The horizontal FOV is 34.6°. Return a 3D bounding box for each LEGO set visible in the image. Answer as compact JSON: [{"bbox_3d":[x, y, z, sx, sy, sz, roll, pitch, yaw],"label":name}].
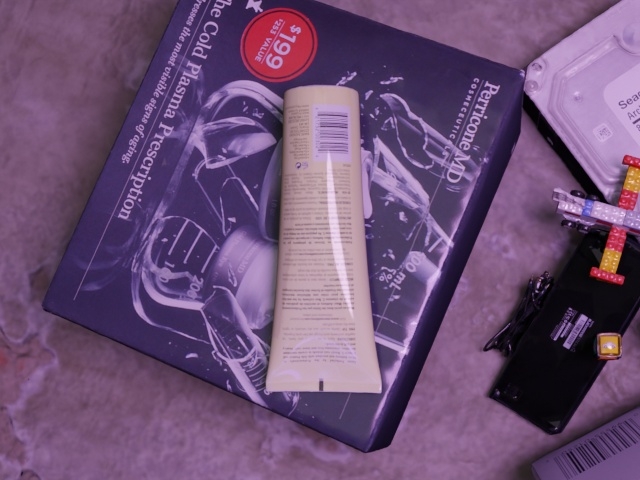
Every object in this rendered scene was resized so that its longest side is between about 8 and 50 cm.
[{"bbox_3d":[0.314,-0.001,0.865,0.244,0.060,0.182,-29,76,-1],"label":"LEGO set"}]

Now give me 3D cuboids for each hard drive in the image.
[{"bbox_3d":[0.367,-0.080,0.937,0.237,0.064,0.338,-33,75,3],"label":"hard drive"}]

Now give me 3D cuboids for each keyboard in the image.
[{"bbox_3d":[0.224,0.075,0.940,0.100,0.038,0.192,32,103,16],"label":"keyboard"}]

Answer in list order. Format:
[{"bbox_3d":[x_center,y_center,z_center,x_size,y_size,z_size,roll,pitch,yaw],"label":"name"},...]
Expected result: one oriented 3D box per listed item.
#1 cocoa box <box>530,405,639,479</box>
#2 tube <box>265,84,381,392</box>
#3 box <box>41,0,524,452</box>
[{"bbox_3d":[0.377,0.218,0.772,0.347,0.231,0.227,-30,94,4],"label":"cocoa box"},{"bbox_3d":[0.000,0.000,0.812,0.070,0.062,0.240,-7,82,52],"label":"tube"},{"bbox_3d":[-0.021,-0.027,0.937,0.313,0.179,0.343,22,85,12],"label":"box"}]
